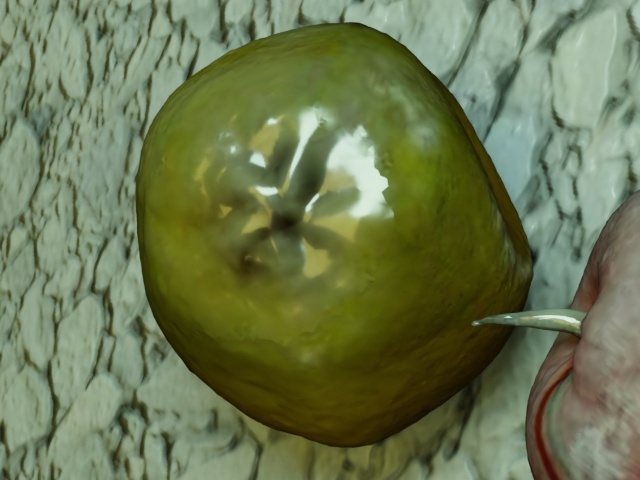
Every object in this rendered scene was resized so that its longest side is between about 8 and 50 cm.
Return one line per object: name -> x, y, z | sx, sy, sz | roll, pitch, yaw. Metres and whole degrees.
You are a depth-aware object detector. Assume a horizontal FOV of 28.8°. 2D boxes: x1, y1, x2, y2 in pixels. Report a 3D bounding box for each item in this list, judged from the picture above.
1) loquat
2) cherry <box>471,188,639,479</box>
loquat -> 0.000, 0.000, 0.832 | 0.276, 0.284, 0.276 | -2, 80, 14
cherry -> 0.228, 0.080, 0.720 | 0.285, 0.213, 0.236 | 15, 117, 10
